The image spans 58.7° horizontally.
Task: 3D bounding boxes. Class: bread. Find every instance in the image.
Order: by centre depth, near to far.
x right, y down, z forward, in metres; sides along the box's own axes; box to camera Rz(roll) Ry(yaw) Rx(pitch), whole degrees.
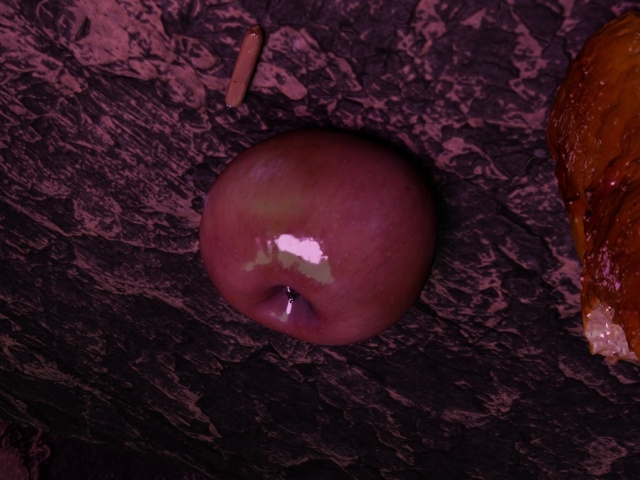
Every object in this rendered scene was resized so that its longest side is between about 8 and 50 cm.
[{"bbox_3d":[0.263,-0.031,0.474,0.109,0.380,0.185,13,138,1],"label":"bread"}]

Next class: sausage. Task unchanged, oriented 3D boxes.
[{"bbox_3d":[-0.095,-0.214,0.706,0.026,0.026,0.116,27,139,-5],"label":"sausage"}]

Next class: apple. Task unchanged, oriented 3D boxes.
[{"bbox_3d":[0.000,0.000,0.736,0.306,0.234,0.305,12,140,10],"label":"apple"}]
